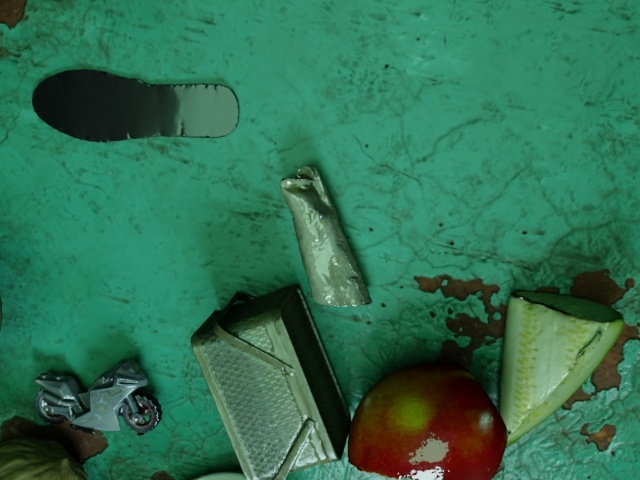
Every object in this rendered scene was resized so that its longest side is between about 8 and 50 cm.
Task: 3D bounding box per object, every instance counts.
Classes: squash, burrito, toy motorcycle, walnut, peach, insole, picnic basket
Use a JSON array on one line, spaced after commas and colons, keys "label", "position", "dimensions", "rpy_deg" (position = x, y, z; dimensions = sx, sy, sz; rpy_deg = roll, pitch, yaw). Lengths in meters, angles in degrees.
[{"label": "squash", "position": [0.348, 0.209, 1.192], "dimensions": [0.169, 0.093, 0.252], "rpy_deg": [17, 109, 50]}, {"label": "burrito", "position": [0.000, 0.000, 1.218], "dimensions": [0.087, 0.060, 0.226], "rpy_deg": [-18, 100, 7]}, {"label": "toy motorcycle", "position": [-0.356, 0.242, 1.311], "dimensions": [0.215, 0.080, 0.122], "rpy_deg": [3, 103, 11]}, {"label": "walnut", "position": [-0.470, 0.407, 1.310], "dimensions": [0.213, 0.213, 0.213], "rpy_deg": [2, 102, 7]}, {"label": "peach", "position": [0.148, 0.285, 1.194], "dimensions": [0.226, 0.190, 0.196], "rpy_deg": [-34, 113, 4]}, {"label": "insole", "position": [-0.279, -0.199, 1.241], "dimensions": [0.322, 0.007, 0.109], "rpy_deg": [3, 104, 7]}, {"label": "picnic basket", "position": [-0.067, 0.206, 1.218], "dimensions": [0.139, 0.165, 0.266], "rpy_deg": [-19, 98, 12]}]

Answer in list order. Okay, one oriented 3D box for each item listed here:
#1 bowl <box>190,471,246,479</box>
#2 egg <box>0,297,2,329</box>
[{"label": "bowl", "position": [-0.152, 0.508, 1.266], "dimensions": [0.277, 0.277, 0.145], "rpy_deg": [-20, 131, 11]}, {"label": "egg", "position": [-0.648, 0.077, 1.207], "dimensions": [0.379, 0.287, 0.287], "rpy_deg": [27, 104, 6]}]
